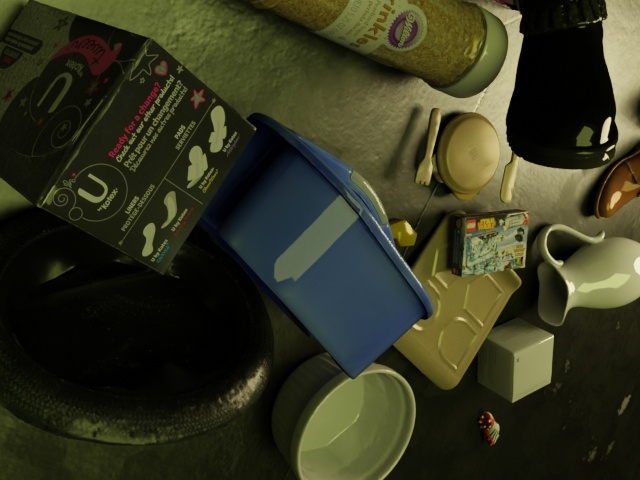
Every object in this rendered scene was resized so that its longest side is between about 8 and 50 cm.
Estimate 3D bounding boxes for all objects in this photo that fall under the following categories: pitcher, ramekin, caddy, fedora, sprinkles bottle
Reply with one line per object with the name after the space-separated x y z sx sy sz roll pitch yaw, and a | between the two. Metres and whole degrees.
0.483 0.042 1.323 0.207 0.125 0.178 -15 99 -18 | pitcher
0.027 0.259 1.078 0.207 0.109 0.207 -13 114 -31 | ramekin
0.000 0.000 0.886 0.179 0.241 0.341 -43 126 -7 | caddy
-0.222 0.111 0.798 0.333 0.334 0.152 5 137 -36 | fedora
0.076 -0.282 0.910 0.355 0.121 0.121 13 99 -37 | sprinkles bottle

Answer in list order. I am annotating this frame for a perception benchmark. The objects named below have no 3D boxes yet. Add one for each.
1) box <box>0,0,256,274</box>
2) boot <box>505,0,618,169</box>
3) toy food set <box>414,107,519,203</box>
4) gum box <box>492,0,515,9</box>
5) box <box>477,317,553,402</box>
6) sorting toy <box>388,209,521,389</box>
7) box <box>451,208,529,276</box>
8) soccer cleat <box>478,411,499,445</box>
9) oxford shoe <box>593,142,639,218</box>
-0.210 -0.106 0.681 0.142 0.247 0.163 36 84 -48 | box
0.295 -0.271 0.904 0.131 0.348 0.260 0 129 11 | boot
0.219 -0.128 1.125 0.192 0.038 0.133 10 94 -32 | toy food set
0.243 -0.395 1.021 0.188 0.062 0.107 7 103 -37 | gum box
0.339 0.206 1.290 0.101 0.087 0.102 -17 116 -29 | box
0.175 0.068 1.162 0.307 0.041 0.229 44 76 -30 | sorting toy
0.267 0.002 1.163 0.137 0.027 0.094 -6 104 -31 | box
0.313 0.340 1.360 0.035 0.029 0.083 -35 127 -30 | soccer cleat
0.581 -0.114 1.354 0.212 0.076 0.076 -43 127 -13 | oxford shoe
